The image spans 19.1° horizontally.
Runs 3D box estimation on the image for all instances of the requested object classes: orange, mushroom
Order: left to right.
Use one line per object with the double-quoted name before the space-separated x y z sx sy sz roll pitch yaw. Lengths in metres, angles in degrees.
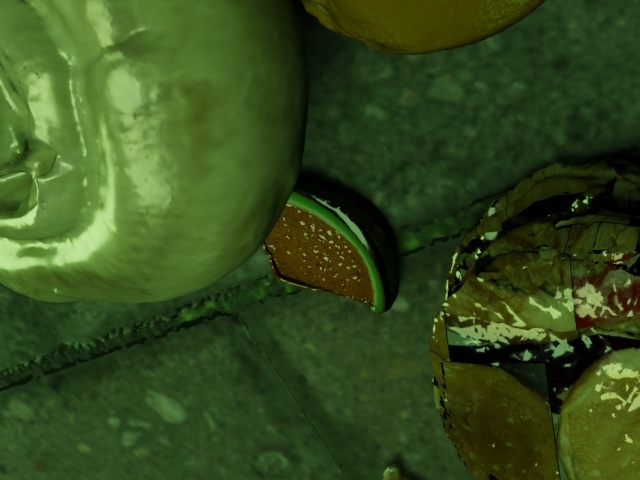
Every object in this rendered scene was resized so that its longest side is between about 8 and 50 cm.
"mushroom" -0.139 -0.068 0.916 0.254 0.234 0.260 35 138 29
"orange" 0.038 -0.154 0.850 0.159 0.159 0.136 36 93 -3

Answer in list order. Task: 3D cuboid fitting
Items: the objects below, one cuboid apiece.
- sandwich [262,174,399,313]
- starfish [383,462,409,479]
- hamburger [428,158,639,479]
"sandwich" -0.002 -0.004 1.052 0.101 0.026 0.069 18 131 15
"starfish" 0.113 0.271 1.172 0.295 0.048 0.231 37 116 -9
"hamburger" 0.163 0.068 0.982 0.231 0.107 0.231 9 126 12
